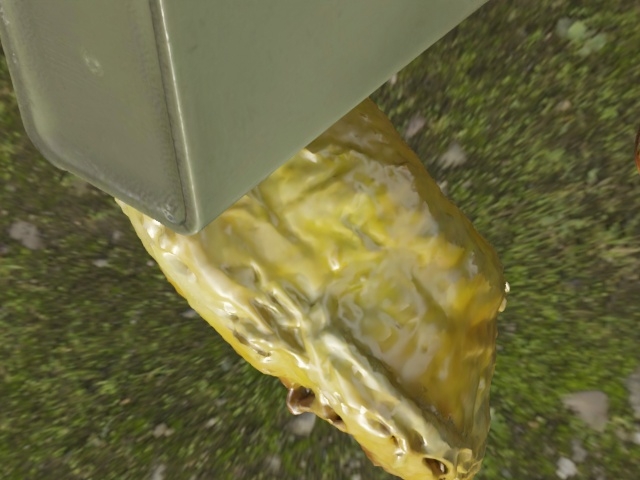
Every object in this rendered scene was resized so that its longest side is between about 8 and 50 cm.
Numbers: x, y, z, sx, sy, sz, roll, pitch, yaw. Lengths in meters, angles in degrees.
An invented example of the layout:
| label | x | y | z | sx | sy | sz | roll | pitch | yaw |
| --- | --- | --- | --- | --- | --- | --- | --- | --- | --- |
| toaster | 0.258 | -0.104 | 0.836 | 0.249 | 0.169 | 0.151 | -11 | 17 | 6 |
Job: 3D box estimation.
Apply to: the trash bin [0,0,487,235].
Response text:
| label | x | y | z | sx | sy | sz | roll | pitch | yaw |
| --- | --- | --- | --- | --- | --- | --- | --- | --- | --- |
| trash bin | -0.019 | -0.140 | 0.619 | 0.122 | 0.164 | 0.240 | 28 | 53 | 27 |

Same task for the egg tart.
| label | x | y | z | sx | sy | sz | roll | pitch | yaw |
| --- | --- | --- | --- | --- | --- | --- | --- | --- | --- |
| egg tart | 0.000 | 0.000 | 0.897 | 0.153 | 0.339 | 0.351 | -42 | 92 | 0 |

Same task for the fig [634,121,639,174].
| label | x | y | z | sx | sy | sz | roll | pitch | yaw |
| --- | --- | --- | --- | --- | --- | --- | --- | --- | --- |
| fig | 0.410 | -0.066 | 1.395 | 0.160 | 0.143 | 0.231 | -34 | 109 | 19 |
